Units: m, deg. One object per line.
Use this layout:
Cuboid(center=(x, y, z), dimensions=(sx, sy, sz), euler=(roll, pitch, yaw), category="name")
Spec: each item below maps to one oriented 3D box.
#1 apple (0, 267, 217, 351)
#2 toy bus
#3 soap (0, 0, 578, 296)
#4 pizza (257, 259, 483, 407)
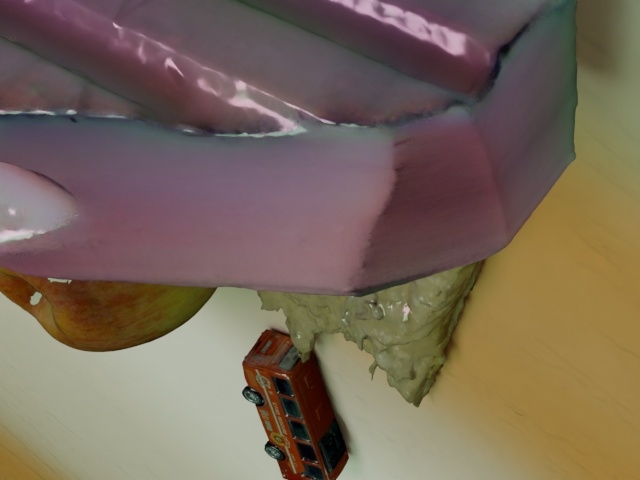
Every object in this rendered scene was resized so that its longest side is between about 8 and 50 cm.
Cuboid(center=(-0.112, -0.001, 0.871), dimensions=(0.126, 0.102, 0.126), euler=(31, 151, 19), category="apple")
Cuboid(center=(-0.013, 0.098, 0.965), dimensions=(0.043, 0.031, 0.110), euler=(14, 142, 30), category="toy bus")
Cuboid(center=(-0.075, -0.086, 0.608), dimensions=(0.324, 0.193, 0.109), euler=(26, 151, 24), category="soap")
Cuboid(center=(0.000, 0.000, 0.805), dimensions=(0.181, 0.034, 0.262), euler=(31, 151, 18), category="pizza")
